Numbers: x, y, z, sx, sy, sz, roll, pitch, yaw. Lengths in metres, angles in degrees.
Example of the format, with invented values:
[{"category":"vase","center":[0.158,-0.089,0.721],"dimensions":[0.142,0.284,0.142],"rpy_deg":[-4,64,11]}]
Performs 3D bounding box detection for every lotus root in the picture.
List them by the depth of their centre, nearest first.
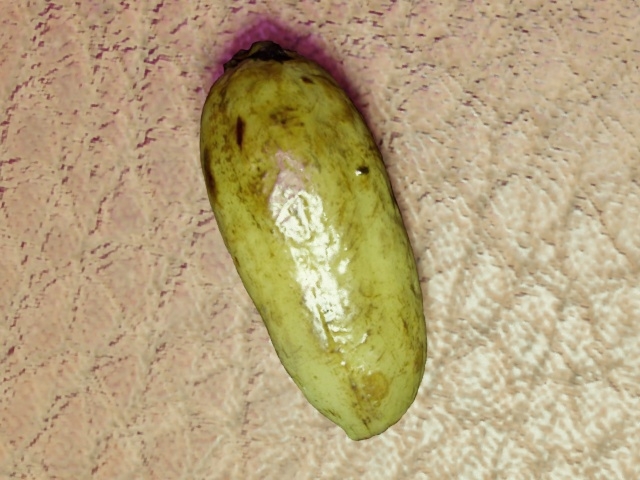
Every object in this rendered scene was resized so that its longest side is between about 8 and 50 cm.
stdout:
[{"category":"lotus root","center":[0.000,0.000,1.180],"dimensions":[0.110,0.097,0.258],"rpy_deg":[-20,100,7]}]
